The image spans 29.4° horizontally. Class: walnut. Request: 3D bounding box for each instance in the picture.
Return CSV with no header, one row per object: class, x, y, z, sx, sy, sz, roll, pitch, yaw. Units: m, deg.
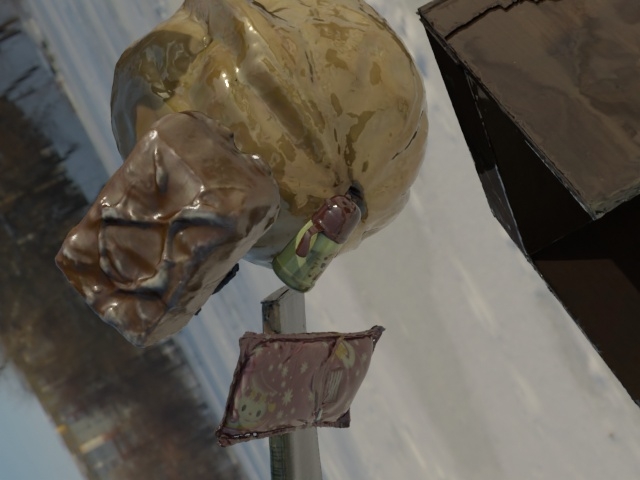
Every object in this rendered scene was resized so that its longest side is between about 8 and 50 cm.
walnut,-0.058,-0.145,1.430,0.381,0.381,0.381,60,171,16

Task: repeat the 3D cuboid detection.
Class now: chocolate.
chocolate,-0.148,-0.011,1.163,0.148,0.214,0.093,43,-152,8

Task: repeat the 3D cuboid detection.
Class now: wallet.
wallet,-0.040,0.221,1.600,0.169,0.044,0.317,-34,-60,-76

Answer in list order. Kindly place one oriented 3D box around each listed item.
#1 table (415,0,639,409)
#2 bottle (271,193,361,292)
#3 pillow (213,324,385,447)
table,0.243,-0.066,0.936,0.251,0.196,0.282,64,178,-42
bottle,0.000,0.001,1.147,0.047,0.101,0.063,38,-162,-5
pillow,-0.021,0.134,1.161,0.043,0.185,0.118,27,107,45
